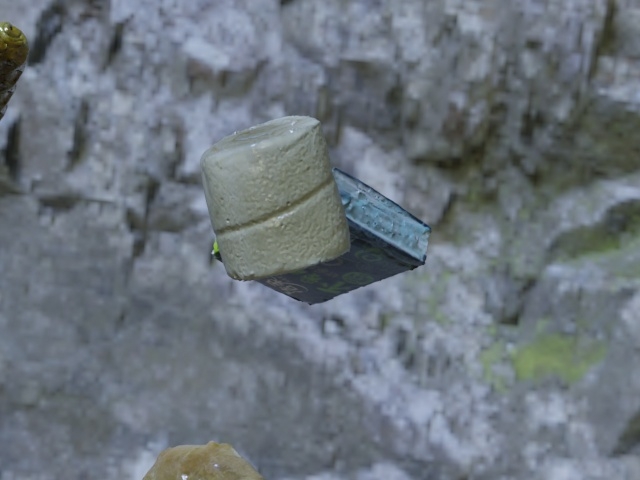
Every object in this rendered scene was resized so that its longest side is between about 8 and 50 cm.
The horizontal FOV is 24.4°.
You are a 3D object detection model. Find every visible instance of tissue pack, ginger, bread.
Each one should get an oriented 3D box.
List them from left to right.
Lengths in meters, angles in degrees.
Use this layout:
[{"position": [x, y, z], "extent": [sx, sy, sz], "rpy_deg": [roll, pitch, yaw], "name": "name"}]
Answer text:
[{"position": [-0.492, -0.167, 2.063], "extent": [0.367, 0.084, 0.077], "rpy_deg": [-55, -1, 42], "name": "bread"}, {"position": [-0.088, 0.382, 1.935], "extent": [0.348, 0.122, 0.363], "rpy_deg": [-38, 44, 29], "name": "ginger"}, {"position": [-0.050, -0.044, 1.499], "extent": [0.148, 0.134, 0.141], "rpy_deg": [8, 115, 66], "name": "bread"}, {"position": [0.000, 0.000, 1.840], "extent": [0.235, 0.173, 0.073], "rpy_deg": [-22, 48, 48], "name": "tissue pack"}]
